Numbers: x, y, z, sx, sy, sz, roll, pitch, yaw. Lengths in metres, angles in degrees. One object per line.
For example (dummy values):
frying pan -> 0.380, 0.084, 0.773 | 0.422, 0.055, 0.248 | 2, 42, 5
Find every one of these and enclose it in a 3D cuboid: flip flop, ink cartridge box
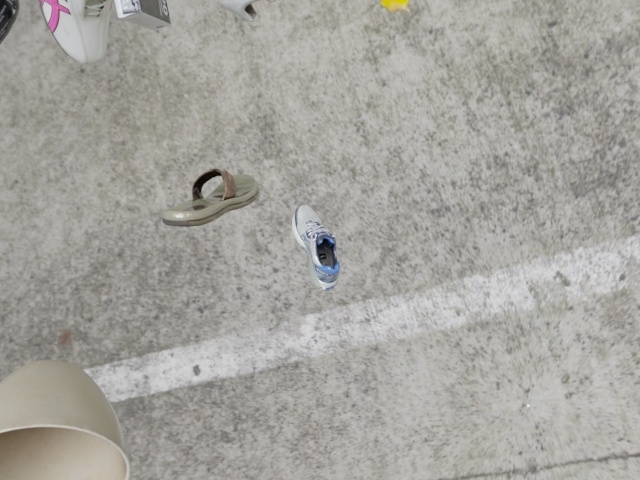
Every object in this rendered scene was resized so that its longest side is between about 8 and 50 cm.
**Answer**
flip flop -> -0.207, -0.094, 1.157 | 0.112, 0.277, 0.080 | -2, 107, 25
ink cartridge box -> -0.292, -0.451, 0.968 | 0.045, 0.208, 0.206 | -8, 103, 3

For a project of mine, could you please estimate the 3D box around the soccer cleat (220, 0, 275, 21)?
soccer cleat -> -0.135, -0.696, 1.521 | 0.331, 0.143, 0.116 | -37, 23, 44

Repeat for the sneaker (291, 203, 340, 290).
sneaker -> 0.000, 0.000, 0.866 | 0.052, 0.058, 0.135 | -12, 65, -23

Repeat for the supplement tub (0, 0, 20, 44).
supplement tub -> -0.609, -0.405, 0.849 | 0.193, 0.316, 0.194 | -11, 57, 17

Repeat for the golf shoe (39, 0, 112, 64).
golf shoe -> -0.244, -0.261, 0.609 | 0.067, 0.186, 0.086 | -24, 49, -32

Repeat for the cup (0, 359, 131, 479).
cup -> -0.556, 0.383, 1.217 | 0.331, 0.331, 0.237 | -32, 39, 8
